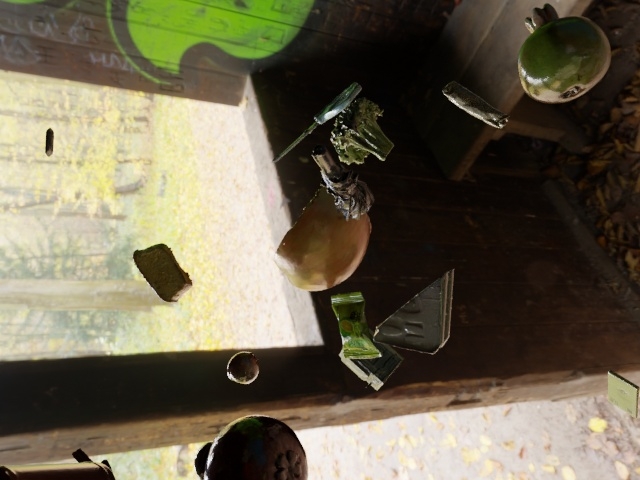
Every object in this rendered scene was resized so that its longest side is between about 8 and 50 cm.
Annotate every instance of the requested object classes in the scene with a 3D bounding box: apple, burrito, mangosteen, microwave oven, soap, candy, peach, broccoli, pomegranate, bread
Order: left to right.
[{"bbox_3d":[-0.441,0.086,1.376,0.187,0.103,0.065,58,178,0],"label":"bread"},{"bbox_3d":[-0.193,0.319,1.236,0.083,0.083,0.083,-177,90,-66],"label":"peach"},{"bbox_3d":[-0.150,0.461,0.986,0.258,0.215,0.215,-19,69,38],"label":"mangosteen"},{"bbox_3d":[0.000,0.000,1.642,0.252,0.314,0.309,5,51,46],"label":"apple"},{"bbox_3d":[0.112,0.296,1.682,0.149,0.069,0.246,-11,96,34],"label":"candy"},{"bbox_3d":[0.161,-0.394,1.895,0.263,0.243,0.247,-56,-8,22],"label":"broccoli"},{"bbox_3d":[0.231,0.550,2.302,0.240,0.194,0.145,40,149,15],"label":"microwave oven"},{"bbox_3d":[0.317,0.228,1.712,0.258,0.159,0.302,8,100,27],"label":"soap"},{"bbox_3d":[0.580,-0.504,1.832,0.275,0.082,0.059,40,159,22],"label":"burrito"},{"bbox_3d":[0.487,-0.389,1.009,0.210,0.179,0.179,65,155,-5],"label":"pomegranate"}]

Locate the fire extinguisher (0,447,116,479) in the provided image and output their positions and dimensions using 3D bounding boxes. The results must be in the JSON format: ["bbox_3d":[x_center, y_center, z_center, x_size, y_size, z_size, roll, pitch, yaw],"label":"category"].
[{"bbox_3d":[-0.423,0.396,0.790,0.147,0.106,0.337,45,171,23],"label":"fire extinguisher"}]

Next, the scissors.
[{"bbox_3d":[-0.021,-0.356,1.511,0.360,0.029,0.191,-37,19,14],"label":"scissors"}]

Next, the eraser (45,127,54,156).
[{"bbox_3d":[-0.852,-0.308,1.545,0.027,0.019,0.099,88,171,-66],"label":"eraser"}]

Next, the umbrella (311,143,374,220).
[{"bbox_3d":[0.053,-0.156,1.310,0.340,0.118,0.118,45,-149,-59],"label":"umbrella"}]

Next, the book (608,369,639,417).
[{"bbox_3d":[0.770,0.389,1.251,0.077,0.014,0.111,36,149,56],"label":"book"}]
